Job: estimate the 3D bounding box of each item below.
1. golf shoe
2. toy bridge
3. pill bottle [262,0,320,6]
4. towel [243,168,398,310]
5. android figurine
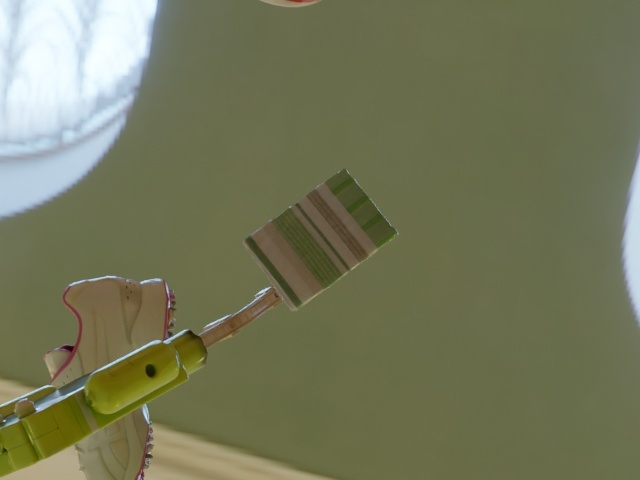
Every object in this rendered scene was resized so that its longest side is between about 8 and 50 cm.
[{"bbox_3d":[-0.247,0.187,1.785,0.140,0.306,0.115,10,176,-9],"label":"golf shoe"},{"bbox_3d":[-0.119,0.107,1.933,0.188,0.026,0.063,-31,-176,-32],"label":"toy bridge"},{"bbox_3d":[0.038,-0.394,1.493,0.210,0.363,0.210,21,-127,-30],"label":"pill bottle"},{"bbox_3d":[0.000,0.000,1.854,0.152,0.023,0.113,-35,-114,-4],"label":"towel"},{"bbox_3d":[-0.242,0.161,1.536,0.273,0.056,0.248,-25,-178,-41],"label":"android figurine"}]
